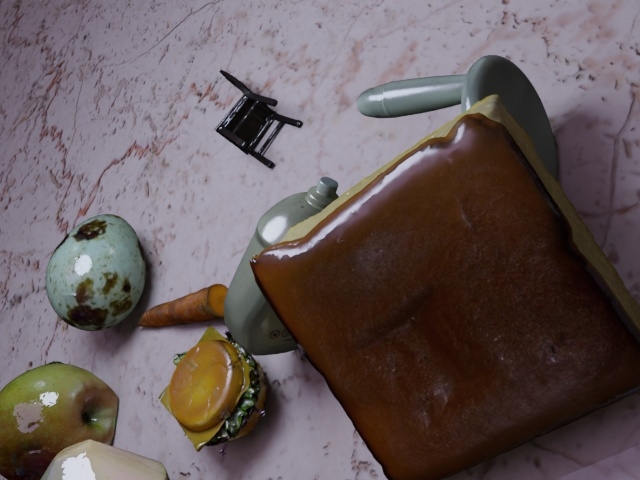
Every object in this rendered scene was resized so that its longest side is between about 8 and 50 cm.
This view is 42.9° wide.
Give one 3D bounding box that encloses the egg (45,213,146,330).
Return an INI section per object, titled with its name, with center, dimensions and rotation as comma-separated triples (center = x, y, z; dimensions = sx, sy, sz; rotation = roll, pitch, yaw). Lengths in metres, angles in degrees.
[egg]
center = -0.392, 0.051, 1.444
dimensions = 0.169, 0.169, 0.231
rotation = -23, 42, 31

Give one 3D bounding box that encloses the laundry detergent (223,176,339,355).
[laundry detergent]
center = -0.025, 0.029, 1.078
dimensions = 0.091, 0.181, 0.253
rotation = 46, 127, 38

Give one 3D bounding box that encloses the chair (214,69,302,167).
[chair]
center = -0.137, -0.217, 1.425
dimensions = 0.101, 0.084, 0.212
rotation = -54, 44, -1

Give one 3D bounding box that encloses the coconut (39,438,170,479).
[coconut]
center = -0.314, 0.404, 1.142
dimensions = 0.259, 0.259, 0.259
rotation = -21, 55, 33

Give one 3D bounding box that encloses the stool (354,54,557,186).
[stool]
center = 0.167, -0.105, 1.020
dimensions = 0.199, 0.195, 0.195
rotation = -19, 56, 40

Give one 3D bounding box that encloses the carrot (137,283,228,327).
[carrot]
center = -0.236, 0.117, 1.358
dimensions = 0.224, 0.057, 0.057
rotation = -16, 58, 41

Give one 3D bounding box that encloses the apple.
[apple]
center = -0.455, 0.308, 1.367
dimensions = 0.188, 0.174, 0.207
rotation = -28, 67, 31

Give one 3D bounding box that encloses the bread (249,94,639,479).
[bread]
center = 0.135, 0.066, 0.878
dimensions = 0.333, 0.143, 0.323
rotation = -34, 94, 26

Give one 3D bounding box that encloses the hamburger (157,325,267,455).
[hamburger]
center = -0.148, 0.218, 1.187
dimensions = 0.164, 0.093, 0.189
rotation = -47, 46, 9
